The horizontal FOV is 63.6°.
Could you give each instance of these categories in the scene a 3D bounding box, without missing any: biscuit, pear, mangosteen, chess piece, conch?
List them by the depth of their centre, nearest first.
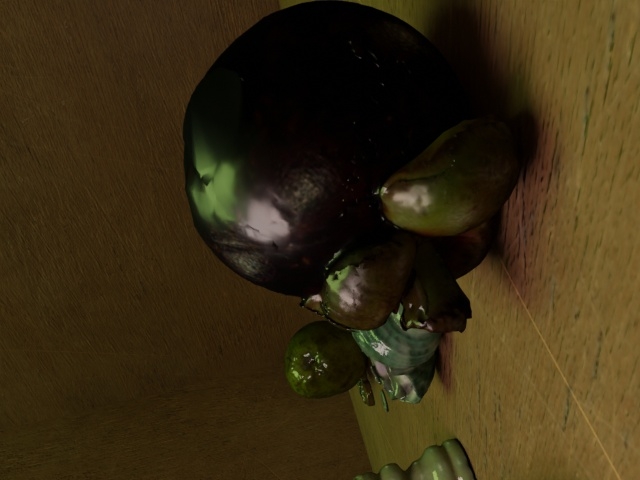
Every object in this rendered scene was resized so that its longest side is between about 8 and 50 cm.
[{"bbox_3d":[0.018,-0.085,0.633,0.421,0.380,0.381,-122,17,-45],"label":"mangosteen"},{"bbox_3d":[0.148,0.183,0.980,0.220,0.195,0.277,62,145,30],"label":"conch"},{"bbox_3d":[0.166,0.479,1.001,0.133,0.243,0.133,167,90,-87],"label":"chess piece"},{"bbox_3d":[0.018,0.499,2.178,0.413,0.351,0.352,22,-127,-72],"label":"pear"},{"bbox_3d":[0.193,0.657,2.378,0.301,0.049,0.197,-120,16,-72],"label":"biscuit"}]

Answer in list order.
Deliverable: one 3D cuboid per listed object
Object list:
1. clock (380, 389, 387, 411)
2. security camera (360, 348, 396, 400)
[{"bbox_3d":[0.234,0.593,1.908,0.074,0.010,0.083,88,170,-67],"label":"clock"},{"bbox_3d":[0.176,0.370,1.659,0.157,0.080,0.302,153,102,-85],"label":"security camera"}]
